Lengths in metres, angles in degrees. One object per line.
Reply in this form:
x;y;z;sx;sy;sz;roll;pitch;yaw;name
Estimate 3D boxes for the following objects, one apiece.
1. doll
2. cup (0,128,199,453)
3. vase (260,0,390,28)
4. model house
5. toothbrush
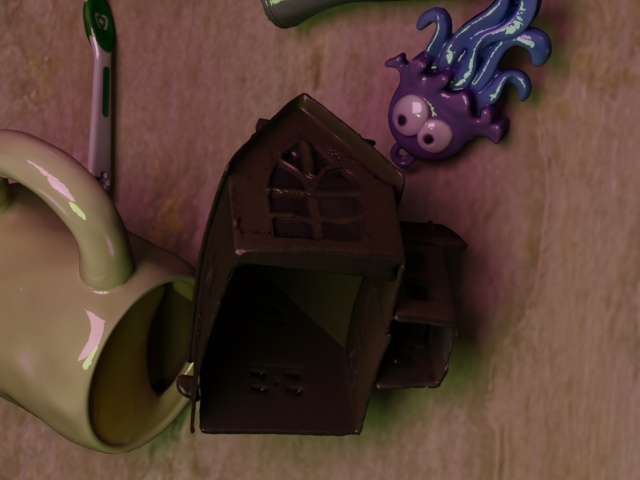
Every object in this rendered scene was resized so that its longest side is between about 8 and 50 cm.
0.115;-0.136;1.529;0.110;0.067;0.206;37;112;6;doll
-0.221;0.040;1.564;0.202;0.255;0.173;28;77;29;cup
0.053;-0.223;1.588;0.214;0.086;0.086;-14;72;29;vase
0.000;0.000;1.519;0.204;0.211;0.243;4;42;-11;model house
-0.196;-0.182;1.731;0.030;0.030;0.304;-9;74;25;toothbrush
